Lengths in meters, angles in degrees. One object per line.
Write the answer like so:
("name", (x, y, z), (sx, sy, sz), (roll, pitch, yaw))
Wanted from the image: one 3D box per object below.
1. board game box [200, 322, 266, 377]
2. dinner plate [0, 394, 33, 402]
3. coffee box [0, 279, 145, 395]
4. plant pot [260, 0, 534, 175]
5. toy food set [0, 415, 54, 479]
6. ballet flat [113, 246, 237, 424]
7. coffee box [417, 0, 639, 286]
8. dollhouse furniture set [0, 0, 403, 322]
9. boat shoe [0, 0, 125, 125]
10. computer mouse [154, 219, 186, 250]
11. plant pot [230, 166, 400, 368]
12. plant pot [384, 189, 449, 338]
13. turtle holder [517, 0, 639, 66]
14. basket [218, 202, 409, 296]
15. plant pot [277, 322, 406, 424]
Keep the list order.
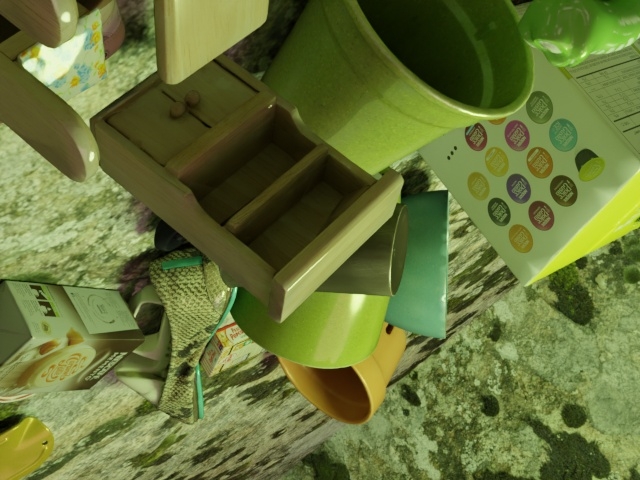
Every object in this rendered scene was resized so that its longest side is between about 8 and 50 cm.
("board game box", (-0.154, 0.213, 1.847), (0.193, 0.045, 0.147), (-21, 156, -33))
("dinner plate", (-0.474, 0.221, 1.400), (0.141, 0.017, 0.141), (-31, 160, -13))
("coffee box", (-0.391, 0.144, 1.233), (0.141, 0.098, 0.246), (-40, 160, 16))
("plant pot", (0.058, -0.195, 0.988), (0.276, 0.276, 0.254), (-15, 165, -42))
("toy food set", (-0.595, 0.386, 1.532), (0.217, 0.071, 0.128), (-30, 136, -19))
("ballet flat", (-0.267, 0.172, 1.466), (0.181, 0.164, 0.483), (-2, 143, -19))
("coffee box", (0.438, -0.185, 1.446), (0.338, 0.334, 0.338), (-21, 156, -33))
("dollhouse furniture set", (-0.057, -0.153, 0.679), (0.362, 0.256, 0.394), (-43, 162, -29))
("boat shoe", (-0.304, -0.132, 0.736), (0.302, 0.109, 0.098), (-36, 160, -13))
("computer mouse", (-0.150, -0.074, 1.222), (0.242, 0.041, 0.071), (-41, 169, -2))
("plant pot", (0.015, 0.007, 1.387), (0.274, 0.274, 0.294), (-15, 136, -43))
("plant pot", (0.153, 0.044, 1.679), (0.195, 0.290, 0.290), (1, 162, 9))
("turtle holder", (0.233, -0.339, 0.848), (0.227, 0.243, 0.321), (3, 104, -29))
("basket", (0.000, 0.000, 1.181), (0.204, 0.226, 0.154), (-54, 148, -60))
("plant pot", (0.063, 0.252, 1.987), (0.203, 0.291, 0.291), (-43, 167, -32))
